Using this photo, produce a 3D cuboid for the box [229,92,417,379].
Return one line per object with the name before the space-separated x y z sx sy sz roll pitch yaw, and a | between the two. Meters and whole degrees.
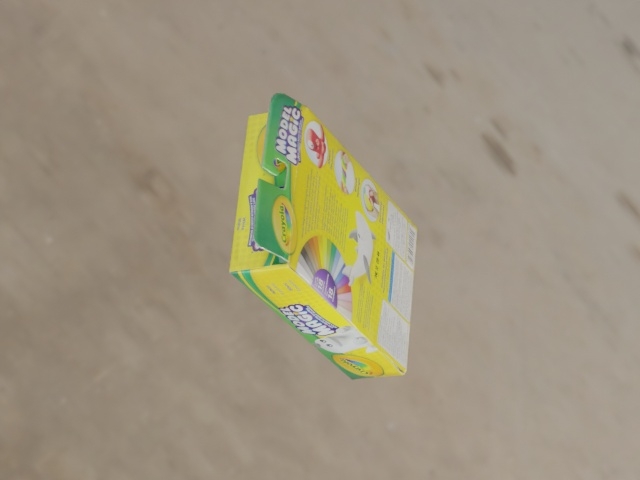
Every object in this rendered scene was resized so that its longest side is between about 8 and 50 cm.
box | 0.000 0.000 1.027 0.179 0.043 0.105 47 42 -52
